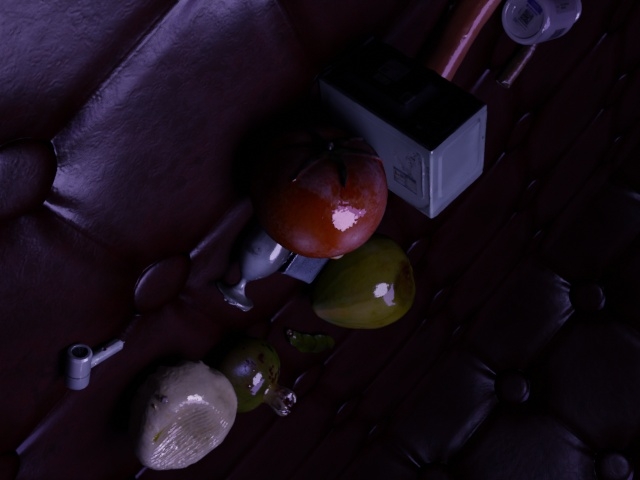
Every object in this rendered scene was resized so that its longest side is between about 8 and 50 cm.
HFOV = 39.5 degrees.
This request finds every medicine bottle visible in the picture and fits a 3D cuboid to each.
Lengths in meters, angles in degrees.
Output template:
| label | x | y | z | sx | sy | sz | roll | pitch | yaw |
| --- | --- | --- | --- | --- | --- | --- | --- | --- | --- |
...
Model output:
| label | x | y | z | sx | sy | sz | roll | pitch | yaw |
| --- | --- | --- | --- | --- | --- | --- | --- | --- | --- |
| medicine bottle | 0.544 | -0.552 | 2.158 | 0.215 | 0.135 | 0.135 | -24 | 143 | -45 |

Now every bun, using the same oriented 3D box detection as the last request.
| label | x | y | z | sx | sy | sz | roll | pitch | yaw |
| --- | --- | --- | --- | --- | --- | --- | --- | --- | --- |
| bun | -0.306 | 0.366 | 1.938 | 0.259 | 0.160 | 0.259 | -18 | 133 | -20 |

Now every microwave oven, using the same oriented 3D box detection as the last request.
| label | x | y | z | sx | sy | sz | roll | pitch | yaw |
| --- | --- | --- | --- | --- | --- | --- | --- | --- | --- |
| microwave oven | 0.168 | -0.230 | 1.756 | 0.181 | 0.295 | 0.237 | -40 | 150 | -21 |

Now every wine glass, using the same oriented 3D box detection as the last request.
| label | x | y | z | sx | sy | sz | roll | pitch | yaw |
| --- | --- | --- | --- | --- | --- | --- | --- | --- | --- |
| wine glass | -0.126 | 0.031 | 1.857 | 0.222 | 0.103 | 0.103 | -57 | 155 | 10 |

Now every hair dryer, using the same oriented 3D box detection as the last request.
| label | x | y | z | sx | sy | sz | roll | pitch | yaw |
| --- | --- | --- | --- | --- | --- | --- | --- | --- | --- |
| hair dryer | -0.421 | 0.216 | 1.678 | 0.137 | 0.047 | 0.082 | -32 | 149 | -46 |

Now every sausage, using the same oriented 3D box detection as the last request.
| label | x | y | z | sx | sy | sz | roll | pitch | yaw |
| --- | --- | --- | --- | --- | --- | --- | --- | --- | --- |
| sausage | 0.306 | -0.458 | 1.935 | 0.094 | 0.094 | 0.419 | 17 | 112 | -40 |

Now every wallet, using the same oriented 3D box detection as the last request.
| label | x | y | z | sx | sy | sz | roll | pitch | yaw |
| --- | --- | --- | --- | --- | --- | --- | --- | --- | --- |
| wallet | 0.002 | 0.001 | 2.107 | 0.222 | 0.036 | 0.167 | -53 | 155 | 4 |

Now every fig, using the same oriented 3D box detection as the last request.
| label | x | y | z | sx | sy | sz | roll | pitch | yaw |
| --- | --- | --- | --- | --- | --- | --- | --- | --- | --- |
| fig | 0.098 | 0.108 | 2.208 | 0.271 | 0.239 | 0.239 | -20 | 148 | -9 |

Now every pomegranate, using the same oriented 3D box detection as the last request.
| label | x | y | z | sx | sy | sz | roll | pitch | yaw |
| --- | --- | --- | --- | --- | --- | --- | --- | --- | --- |
| pomegranate | -0.167 | 0.333 | 2.075 | 0.179 | 0.210 | 0.179 | -26 | 166 | -7 |

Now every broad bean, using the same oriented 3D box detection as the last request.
| label | x | y | z | sx | sy | sz | roll | pitch | yaw |
| --- | --- | --- | --- | --- | --- | --- | --- | --- | --- |
| broad bean | -0.033 | 0.276 | 2.409 | 0.060 | 0.043 | 0.297 | -63 | 153 | 2 |

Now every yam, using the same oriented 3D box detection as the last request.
| label | x | y | z | sx | sy | sz | roll | pitch | yaw |
| --- | --- | --- | --- | --- | --- | --- | --- | --- | --- |
| yam | 0.567 | -0.543 | 2.319 | 0.327 | 0.045 | 0.045 | -57 | -175 | 10 |

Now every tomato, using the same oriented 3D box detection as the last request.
| label | x | y | z | sx | sy | sz | roll | pitch | yaw |
| --- | --- | --- | --- | --- | --- | --- | --- | --- | --- |
| tomato | -0.003 | -0.089 | 1.707 | 0.265 | 0.265 | 0.265 | -39 | 152 | -25 |

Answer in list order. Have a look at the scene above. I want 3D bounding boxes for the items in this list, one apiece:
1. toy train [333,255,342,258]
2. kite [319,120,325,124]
| label | x | y | z | sx | sy | sz | roll | pitch | yaw |
| --- | --- | --- | --- | --- | --- | --- | --- | --- | --- |
| toy train | 0.031 | -0.045 | 1.994 | 0.099 | 0.072 | 0.188 | 9 | 112 | -42 |
| kite | 0.051 | -0.210 | 1.936 | 0.335 | 0.011 | 0.314 | -58 | 154 | 15 |
